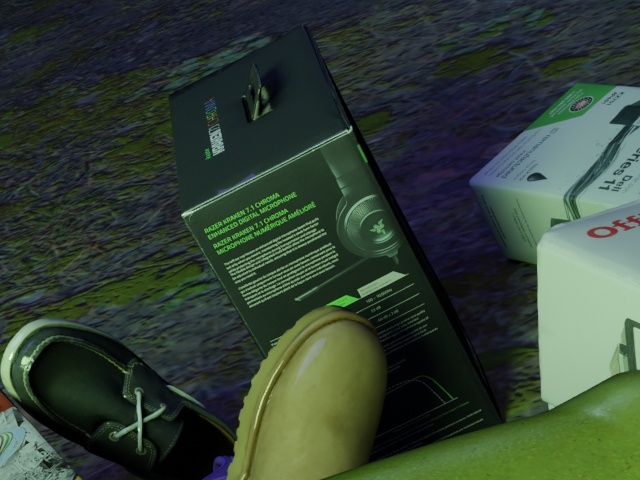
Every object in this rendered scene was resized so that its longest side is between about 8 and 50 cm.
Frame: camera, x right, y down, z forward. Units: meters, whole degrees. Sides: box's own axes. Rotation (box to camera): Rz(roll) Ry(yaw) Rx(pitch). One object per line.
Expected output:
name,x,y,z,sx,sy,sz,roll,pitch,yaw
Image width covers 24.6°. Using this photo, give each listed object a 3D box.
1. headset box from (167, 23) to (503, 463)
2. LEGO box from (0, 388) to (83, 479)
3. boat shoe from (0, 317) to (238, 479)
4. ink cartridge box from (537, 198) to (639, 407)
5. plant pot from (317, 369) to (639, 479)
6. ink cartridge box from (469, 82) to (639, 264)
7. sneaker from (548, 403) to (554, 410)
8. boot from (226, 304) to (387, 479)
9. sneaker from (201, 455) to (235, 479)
headset box,0.000,0.000,1.107,0.131,0.283,0.246,-27,25,5
LEGO box,-0.299,0.352,0.862,0.500,0.193,0.372,-37,27,-17
boat shoe,-0.136,0.127,1.083,0.079,0.233,0.084,15,70,44
ink cartridge box,0.279,0.059,0.809,0.198,0.115,0.273,-16,24,-27
plant pot,0.051,0.235,0.567,0.353,0.366,0.366,-29,24,-16
ink cartridge box,0.247,-0.046,1.168,0.153,0.087,0.208,-41,29,-23
sneaker,0.207,0.085,1.006,0.070,0.051,0.134,-13,25,41
boot,0.047,0.183,0.846,0.269,0.089,0.236,22,91,51
sneaker,-0.073,0.210,1.029,0.071,0.068,0.170,6,26,11
